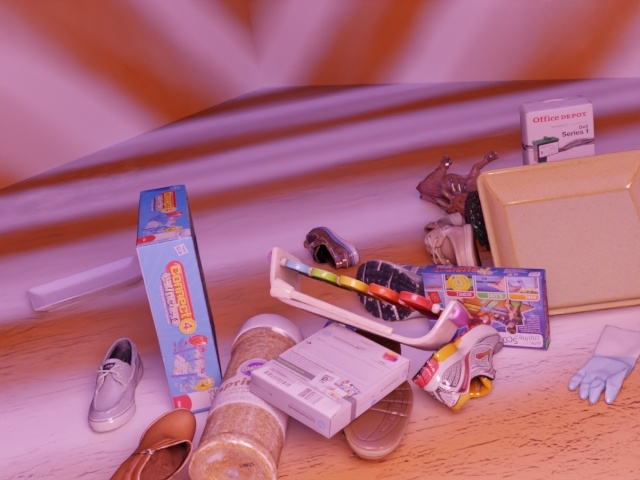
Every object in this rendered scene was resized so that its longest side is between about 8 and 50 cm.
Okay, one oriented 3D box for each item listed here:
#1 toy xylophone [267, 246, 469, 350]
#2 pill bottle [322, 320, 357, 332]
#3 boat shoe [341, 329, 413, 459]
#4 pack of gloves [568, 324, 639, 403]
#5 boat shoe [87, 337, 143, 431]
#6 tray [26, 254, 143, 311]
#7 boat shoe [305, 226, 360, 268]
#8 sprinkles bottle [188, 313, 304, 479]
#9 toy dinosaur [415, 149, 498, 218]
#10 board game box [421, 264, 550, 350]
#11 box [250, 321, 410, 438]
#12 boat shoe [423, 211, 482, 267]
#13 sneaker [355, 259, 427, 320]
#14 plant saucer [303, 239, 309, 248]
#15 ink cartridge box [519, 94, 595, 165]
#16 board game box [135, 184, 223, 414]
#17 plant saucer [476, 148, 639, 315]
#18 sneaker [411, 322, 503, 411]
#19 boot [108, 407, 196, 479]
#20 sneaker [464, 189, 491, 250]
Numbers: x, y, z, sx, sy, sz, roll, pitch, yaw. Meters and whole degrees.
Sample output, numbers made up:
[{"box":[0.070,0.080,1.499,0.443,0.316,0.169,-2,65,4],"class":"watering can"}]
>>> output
[{"box":[0.058,0.090,1.218,0.322,0.081,0.236,17,-6,14],"class":"toy xylophone"},{"box":[0.025,0.180,1.389,0.067,0.067,0.120,-2,22,21],"class":"pill bottle"},{"box":[0.082,0.238,1.212,0.104,0.089,0.285,8,26,4],"class":"boat shoe"},{"box":[0.490,0.178,1.208,0.195,0.046,0.232,6,26,34],"class":"pack of gloves"},{"box":[-0.356,0.240,1.392,0.079,0.081,0.227,-10,21,1],"class":"boat shoe"},{"box":[-0.540,0.105,1.895,0.270,0.030,0.145,-19,24,-22],"class":"tray"},{"box":[0.010,0.017,1.812,0.066,0.066,0.183,-23,24,-26],"class":"boat shoe"},{"box":[-0.099,0.242,1.215,0.121,0.121,0.355,-7,22,8],"class":"sprinkles bottle"},{"box":[0.308,-0.119,1.956,0.200,0.127,0.295,-34,25,-33],"class":"toy dinosaur"},{"box":[0.275,0.111,1.352,0.201,0.136,0.035,2,25,27],"class":"board game box"},{"box":[0.016,0.191,1.149,0.145,0.038,0.186,23,33,32],"class":"box"},{"box":[0.265,0.016,1.651,0.098,0.109,0.302,-14,15,5],"class":"boat shoe"},{"box":[0.195,0.096,1.514,0.282,0.110,0.122,10,11,37],"class":"sneaker"},{"box":[0.000,0.000,1.933,0.083,0.013,0.083,-9,20,3],"class":"plant saucer"},{"box":[0.571,-0.225,1.952,0.160,0.220,0.093,-8,21,7],"class":"ink cartridge box"},{"box":[-0.242,0.092,1.406,0.086,0.309,0.302,-11,22,-8],"class":"board game box"},{"box":[0.471,0.000,1.470,0.332,0.081,0.333,-8,54,6],"class":"plant saucer"},{"box":[0.227,0.199,1.247,0.093,0.088,0.225,44,35,18],"class":"sneaker"},{"box":[-0.212,0.292,1.118,0.152,0.073,0.197,-40,8,47],"class":"boot"},{"box":[0.460,-0.037,1.690,0.343,0.134,0.146,16,25,32],"class":"sneaker"}]
